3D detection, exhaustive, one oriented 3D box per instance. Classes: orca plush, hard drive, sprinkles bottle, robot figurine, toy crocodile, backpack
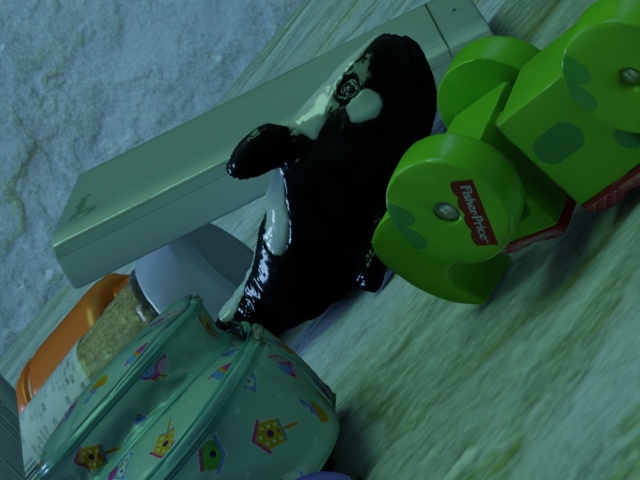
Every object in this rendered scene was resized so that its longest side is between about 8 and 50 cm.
[{"bbox_3d":[0.000,0.000,1.308,0.287,0.151,0.102,-47,43,21],"label":"orca plush"},{"bbox_3d":[-0.032,-0.087,1.481,0.353,0.047,0.233,-27,14,6],"label":"hard drive"},{"bbox_3d":[-0.174,0.146,1.542,0.355,0.121,0.121,-50,10,18],"label":"sprinkles bottle"},{"bbox_3d":[-0.183,0.118,1.676,0.219,0.158,0.128,-47,-11,33],"label":"robot figurine"},{"bbox_3d":[0.136,-0.067,0.930,0.340,0.105,0.115,-38,17,43],"label":"toy crocodile"},{"bbox_3d":[-0.072,0.124,1.083,0.166,0.144,0.188,-48,13,1],"label":"backpack"}]

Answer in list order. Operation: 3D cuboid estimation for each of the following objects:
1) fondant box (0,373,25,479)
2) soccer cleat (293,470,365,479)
[{"bbox_3d":[-0.315,0.242,1.274,0.238,0.096,0.330,-23,45,9],"label":"fondant box"},{"bbox_3d":[-0.095,0.207,0.957,0.318,0.116,0.108,-48,11,32],"label":"soccer cleat"}]
